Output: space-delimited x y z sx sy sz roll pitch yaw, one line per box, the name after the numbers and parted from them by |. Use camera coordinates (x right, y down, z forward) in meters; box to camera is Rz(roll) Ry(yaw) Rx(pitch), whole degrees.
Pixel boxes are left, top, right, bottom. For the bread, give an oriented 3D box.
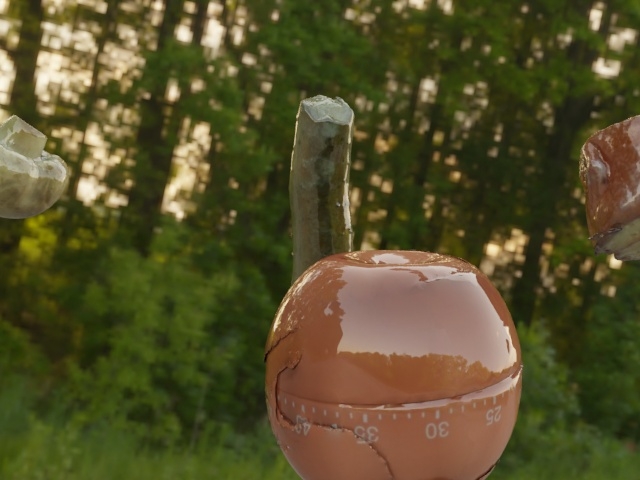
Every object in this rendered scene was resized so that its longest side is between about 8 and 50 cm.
0.384 -0.058 1.380 0.244 0.123 0.190 -4 -23 -18 | bread

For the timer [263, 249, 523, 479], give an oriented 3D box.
0.063 0.120 1.150 0.229 0.215 0.229 1 7 0 | timer

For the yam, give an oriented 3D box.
0.000 0.000 1.435 0.071 0.318 0.067 -4 16 -23 | yam

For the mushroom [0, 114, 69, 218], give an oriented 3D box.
-0.361 -0.084 1.495 0.148 0.112 0.148 33 -1 1 | mushroom
